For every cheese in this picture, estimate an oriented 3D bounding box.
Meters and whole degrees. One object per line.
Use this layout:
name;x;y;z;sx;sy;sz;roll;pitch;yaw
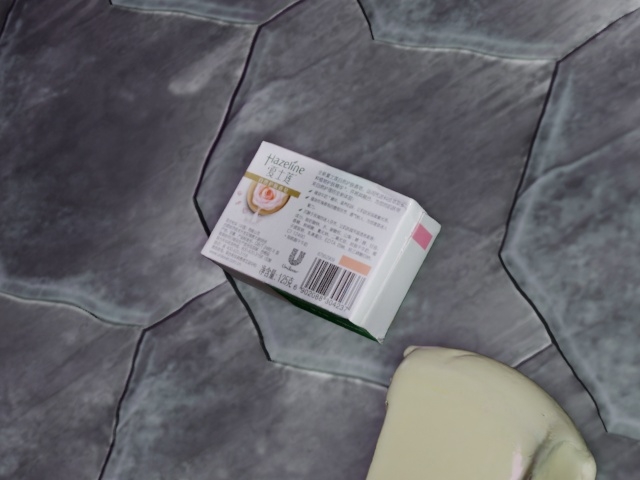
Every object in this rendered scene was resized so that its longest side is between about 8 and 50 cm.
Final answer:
cheese;0.108;0.230;1.568;0.233;0.127;0.266;16;75;35

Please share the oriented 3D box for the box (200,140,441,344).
box;0.000;0.000;1.748;0.199;0.081;0.135;24;81;31
